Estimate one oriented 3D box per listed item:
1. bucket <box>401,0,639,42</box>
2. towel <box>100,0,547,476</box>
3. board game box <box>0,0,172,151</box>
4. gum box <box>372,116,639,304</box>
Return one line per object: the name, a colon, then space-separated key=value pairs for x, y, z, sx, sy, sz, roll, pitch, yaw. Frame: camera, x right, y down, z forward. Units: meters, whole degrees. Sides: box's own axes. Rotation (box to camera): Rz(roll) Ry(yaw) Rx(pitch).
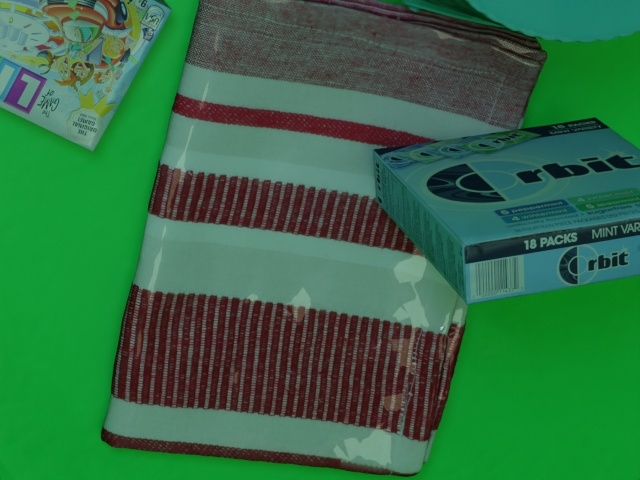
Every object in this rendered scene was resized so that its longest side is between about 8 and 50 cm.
bucket: x=0.132 y=-0.252 z=1.171 sx=0.281 sy=0.183 sz=0.281 roll=-6 pitch=112 yaw=-16
towel: x=0.000 y=0.000 z=1.308 sx=0.237 sy=0.037 sz=0.329 roll=9 pitch=107 yaw=-19
board game box: x=-0.182 y=-0.133 z=1.204 sx=0.154 sy=0.026 sz=0.103 roll=25 pitch=101 yaw=-24
gum box: x=0.133 y=-0.022 z=1.215 sx=0.157 sy=0.184 sz=0.041 roll=-9 pitch=112 yaw=-13
